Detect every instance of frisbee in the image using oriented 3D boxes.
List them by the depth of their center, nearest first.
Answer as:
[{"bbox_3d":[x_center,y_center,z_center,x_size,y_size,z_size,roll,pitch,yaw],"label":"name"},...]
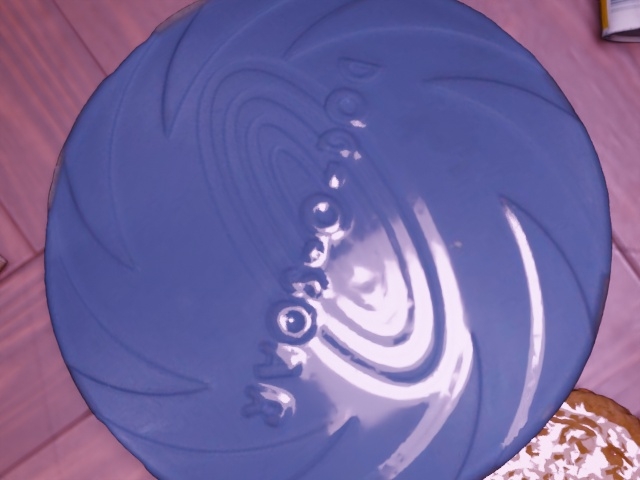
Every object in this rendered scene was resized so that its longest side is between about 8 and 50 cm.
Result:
[{"bbox_3d":[-0.001,-0.002,0.853,0.290,0.049,0.289,-1,78,6],"label":"frisbee"}]

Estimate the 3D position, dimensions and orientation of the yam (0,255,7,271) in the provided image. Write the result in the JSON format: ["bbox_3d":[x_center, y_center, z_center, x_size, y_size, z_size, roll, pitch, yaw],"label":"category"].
[{"bbox_3d":[-0.212,0.064,0.885,0.032,0.032,0.145,33,87,3],"label":"yam"}]

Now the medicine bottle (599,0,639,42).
[{"bbox_3d":[0.166,-0.212,0.876,0.074,0.074,0.218,-3,89,1],"label":"medicine bottle"}]

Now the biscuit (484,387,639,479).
[{"bbox_3d":[0.097,0.177,0.867,0.226,0.042,0.225,0,86,1],"label":"biscuit"}]
